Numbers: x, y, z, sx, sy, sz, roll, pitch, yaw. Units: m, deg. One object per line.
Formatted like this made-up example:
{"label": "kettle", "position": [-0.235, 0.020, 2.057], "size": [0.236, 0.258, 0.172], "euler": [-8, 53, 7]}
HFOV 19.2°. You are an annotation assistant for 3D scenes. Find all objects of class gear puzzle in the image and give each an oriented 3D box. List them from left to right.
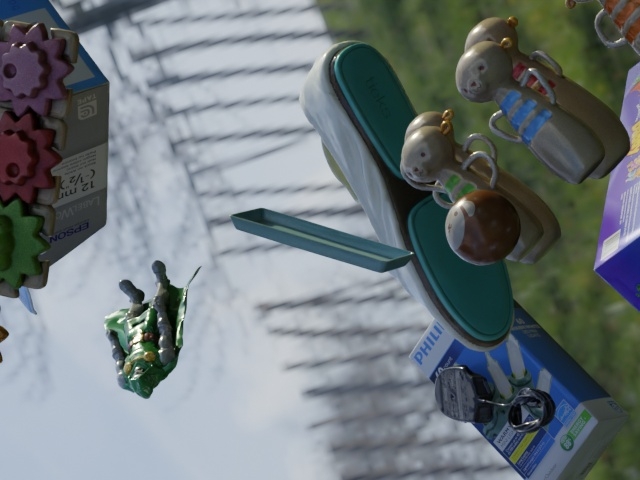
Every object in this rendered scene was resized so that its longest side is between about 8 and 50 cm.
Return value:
{"label": "gear puzzle", "position": [-0.321, -0.038, 1.723], "size": [0.044, 0.176, 0.338], "euler": [-12, -67, -66]}

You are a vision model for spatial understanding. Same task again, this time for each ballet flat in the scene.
{"label": "ballet flat", "position": [0.097, -0.045, 2.236], "size": [0.400, 0.139, 0.139], "euler": [61, -169, 1]}

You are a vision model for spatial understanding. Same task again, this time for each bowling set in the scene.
{"label": "bowling set", "position": [0.132, -0.084, 1.397], "size": [0.154, 0.287, 0.200], "euler": [44, -140, 12]}

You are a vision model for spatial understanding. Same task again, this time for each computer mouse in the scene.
{"label": "computer mouse", "position": [0.210, 0.187, 2.234], "size": [0.242, 0.041, 0.071], "euler": [6, 101, 62]}

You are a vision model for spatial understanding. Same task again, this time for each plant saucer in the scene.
{"label": "plant saucer", "position": [0.000, 0.000, 1.979], "size": [0.067, 0.192, 0.018], "euler": [-15, -61, -59]}

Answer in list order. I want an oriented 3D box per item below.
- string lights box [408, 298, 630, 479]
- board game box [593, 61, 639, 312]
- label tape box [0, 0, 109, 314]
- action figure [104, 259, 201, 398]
{"label": "string lights box", "position": [0.241, 0.178, 2.328], "size": [0.077, 0.133, 0.259], "euler": [-3, -138, -49]}
{"label": "board game box", "position": [0.368, -0.016, 1.697], "size": [0.233, 0.078, 0.347], "euler": [41, -147, -14]}
{"label": "label tape box", "position": [-0.338, -0.120, 2.094], "size": [0.249, 0.115, 0.347], "euler": [51, 154, 29]}
{"label": "action figure", "position": [-0.201, 0.109, 2.183], "size": [0.063, 0.137, 0.232], "euler": [52, -166, -27]}
